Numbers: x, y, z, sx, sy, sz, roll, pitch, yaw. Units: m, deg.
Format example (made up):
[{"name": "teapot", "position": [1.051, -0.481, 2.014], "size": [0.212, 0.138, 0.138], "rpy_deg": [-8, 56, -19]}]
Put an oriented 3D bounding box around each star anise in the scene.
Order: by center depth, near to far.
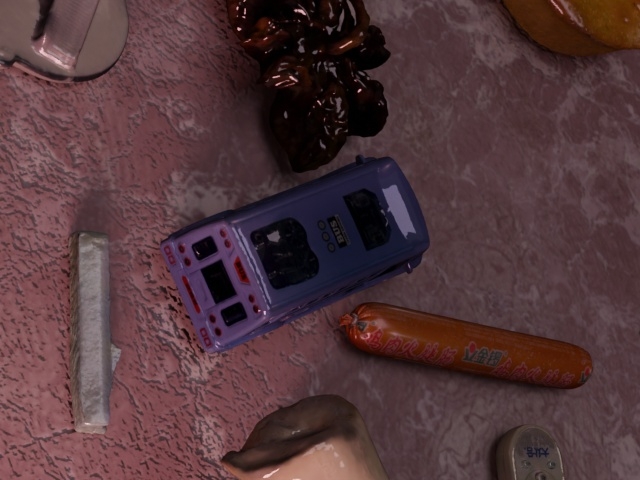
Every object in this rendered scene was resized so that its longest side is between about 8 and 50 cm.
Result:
[{"name": "star anise", "position": [-0.009, -0.185, 1.770], "size": [0.190, 0.126, 0.220], "rpy_deg": [-42, 105, -37]}]

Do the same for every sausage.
[{"name": "sausage", "position": [0.157, 0.111, 1.843], "size": [0.348, 0.053, 0.053], "rpy_deg": [13, 66, -36]}]

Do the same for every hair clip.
[{"name": "hair clip", "position": [-0.228, -0.228, 1.651], "size": [0.140, 0.054, 0.220], "rpy_deg": [35, 57, -31]}]

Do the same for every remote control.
[{"name": "remote control", "position": [0.220, 0.298, 1.835], "size": [0.078, 0.042, 0.221], "rpy_deg": [7, 71, -39]}]

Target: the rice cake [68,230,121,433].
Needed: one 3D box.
[{"name": "rice cake", "position": [-0.197, 0.079, 1.572], "size": [0.042, 0.030, 0.180], "rpy_deg": [5, 71, -25]}]

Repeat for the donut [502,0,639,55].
[{"name": "donut", "position": [0.291, -0.352, 2.091], "size": [0.303, 0.110, 0.303], "rpy_deg": [13, 69, -36]}]

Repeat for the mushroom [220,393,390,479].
[{"name": "mushroom", "position": [0.042, 0.299, 1.488], "size": [0.314, 0.314, 0.336], "rpy_deg": [-37, 113, -42]}]

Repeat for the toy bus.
[{"name": "toy bus", "position": [0.000, 0.000, 1.698], "size": [0.292, 0.133, 0.125], "rpy_deg": [-22, 88, -42]}]
